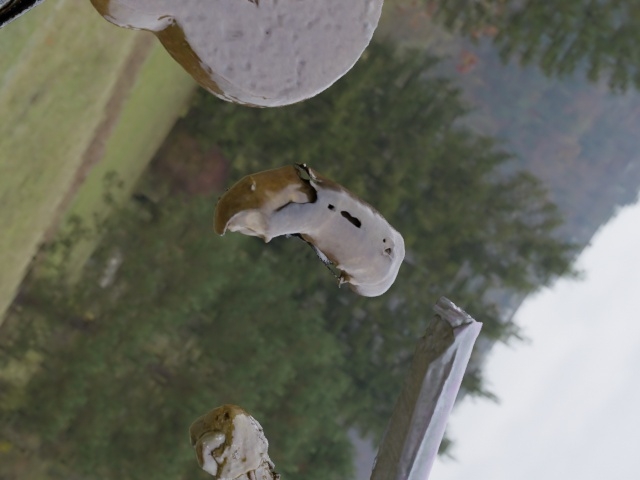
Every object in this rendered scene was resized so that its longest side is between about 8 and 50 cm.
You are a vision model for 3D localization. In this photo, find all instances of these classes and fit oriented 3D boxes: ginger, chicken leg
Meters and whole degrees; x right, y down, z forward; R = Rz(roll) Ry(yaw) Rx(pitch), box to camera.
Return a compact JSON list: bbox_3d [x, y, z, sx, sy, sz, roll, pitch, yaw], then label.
[{"bbox_3d":[0.006,-0.012,1.697,0.133,0.309,0.107,-51,-143,18],"label":"ginger"},{"bbox_3d":[-0.036,0.235,1.084,0.107,0.251,0.087,-25,-151,2],"label":"chicken leg"}]

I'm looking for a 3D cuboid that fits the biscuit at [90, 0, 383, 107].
[{"bbox_3d":[-0.089,-0.283,1.176,0.314,0.367,0.063,-42,-154,-30],"label":"biscuit"}]

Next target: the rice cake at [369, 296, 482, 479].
[{"bbox_3d":[0.091,0.186,1.267,0.049,0.055,0.270,11,99,-44],"label":"rice cake"}]

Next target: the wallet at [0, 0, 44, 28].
[{"bbox_3d":[-0.337,-0.166,1.061,0.243,0.039,0.133,-32,154,0],"label":"wallet"}]
